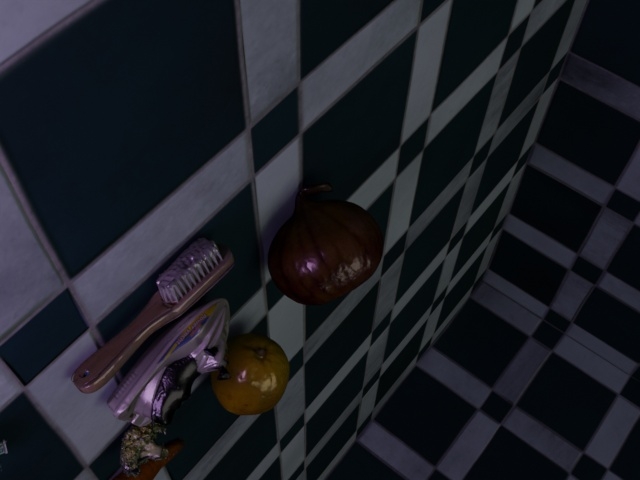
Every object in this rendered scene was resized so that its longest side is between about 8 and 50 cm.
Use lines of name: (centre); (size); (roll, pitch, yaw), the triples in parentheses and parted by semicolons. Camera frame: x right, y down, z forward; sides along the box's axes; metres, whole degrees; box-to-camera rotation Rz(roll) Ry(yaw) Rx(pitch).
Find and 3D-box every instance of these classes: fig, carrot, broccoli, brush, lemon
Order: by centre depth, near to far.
brush: (-0.269, 0.107, 1.218); (0.327, 0.070, 0.065); (-46, 140, -22)
broccoli: (-0.336, 0.395, 1.455); (0.097, 0.092, 0.095); (-25, 127, -73)
fig: (0.006, 0.017, 1.522); (0.235, 0.214, 0.235); (-54, -173, 10)
carrot: (-0.355, 0.477, 1.600); (0.256, 0.061, 0.061); (-29, 147, -58)
lemon: (-0.148, 0.286, 1.618); (0.170, 0.170, 0.207); (-42, 160, -34)

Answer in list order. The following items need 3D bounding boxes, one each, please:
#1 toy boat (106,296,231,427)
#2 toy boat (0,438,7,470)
toy boat: (-0.245, 0.225, 1.353); (0.269, 0.141, 0.141); (-39, 158, -5)
toy boat: (-0.464, 0.299, 1.091); (0.038, 0.038, 0.083); (-38, 154, -40)
